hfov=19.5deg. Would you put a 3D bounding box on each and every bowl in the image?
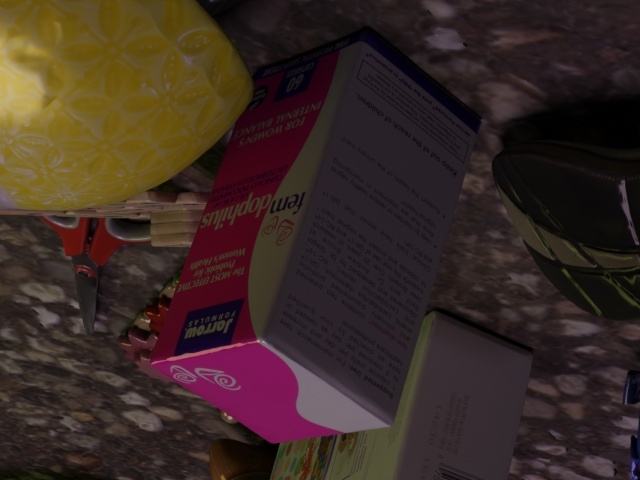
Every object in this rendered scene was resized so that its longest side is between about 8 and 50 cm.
[{"bbox_3d":[-0.199,-0.097,1.038,0.289,0.156,0.289,31,170,6],"label":"bowl"}]

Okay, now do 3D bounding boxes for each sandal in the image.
[{"bbox_3d":[0.219,-0.022,1.094,0.302,0.086,0.120,-4,116,53],"label":"sandal"}]

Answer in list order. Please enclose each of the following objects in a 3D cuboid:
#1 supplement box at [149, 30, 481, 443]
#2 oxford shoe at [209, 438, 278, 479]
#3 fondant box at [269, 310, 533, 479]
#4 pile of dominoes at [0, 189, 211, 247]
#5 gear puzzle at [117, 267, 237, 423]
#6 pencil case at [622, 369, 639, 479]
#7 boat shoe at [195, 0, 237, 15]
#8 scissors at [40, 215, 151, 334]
[{"bbox_3d":[0.000,0.000,1.133,0.114,0.220,0.111,35,148,-32],"label":"supplement box"},{"bbox_3d":[-0.035,0.229,1.767,0.076,0.076,0.212,-35,148,13],"label":"oxford shoe"},{"bbox_3d":[0.039,0.225,1.515,0.096,0.238,0.330,23,153,-15],"label":"fondant box"},{"bbox_3d":[-0.133,-0.009,1.251,0.251,0.040,0.196,1,178,-32],"label":"pile of dominoes"},{"bbox_3d":[-0.048,0.077,1.500,0.175,0.044,0.339,24,152,-13],"label":"gear puzzle"},{"bbox_3d":[0.368,0.167,1.342,0.306,0.119,0.133,17,130,1],"label":"pencil case"},{"bbox_3d":[-0.019,-0.209,0.912,0.094,0.109,0.302,56,153,6],"label":"boat shoe"},{"bbox_3d":[-0.196,0.008,1.490,0.109,0.021,0.297,21,154,-12],"label":"scissors"}]
